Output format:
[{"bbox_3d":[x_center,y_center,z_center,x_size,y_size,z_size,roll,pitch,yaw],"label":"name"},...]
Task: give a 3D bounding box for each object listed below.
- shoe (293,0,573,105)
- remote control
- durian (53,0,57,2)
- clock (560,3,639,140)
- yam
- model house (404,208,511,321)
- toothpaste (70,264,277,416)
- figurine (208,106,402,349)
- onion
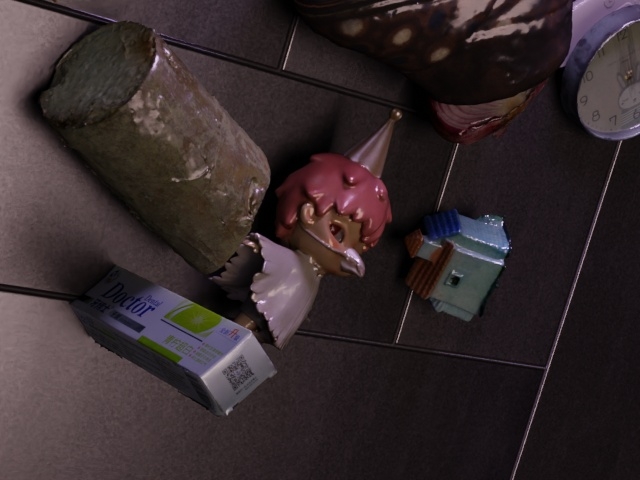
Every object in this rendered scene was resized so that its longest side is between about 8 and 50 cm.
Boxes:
[{"bbox_3d":[0.150,-0.285,1.934,0.384,0.171,0.237,-14,125,-16],"label":"shoe"},{"bbox_3d":[0.413,-0.335,2.227,0.245,0.022,0.077,-35,122,-23],"label":"remote control"},{"bbox_3d":[-0.317,-0.407,1.576,0.191,0.112,0.341,-16,119,-26],"label":"durian"},{"bbox_3d":[0.459,-0.247,2.237,0.215,0.042,0.214,-15,129,-19],"label":"clock"},{"bbox_3d":[-0.177,-0.105,1.771,0.168,0.168,0.304,-51,127,-12],"label":"yam"},{"bbox_3d":[0.174,0.021,2.128,0.149,0.119,0.148,20,117,-16],"label":"model house"},{"bbox_3d":[-0.178,0.110,1.725,0.081,0.336,0.067,-40,120,-19],"label":"toothpaste"},{"bbox_3d":[0.000,0.000,1.938,0.387,0.166,0.207,-50,145,-9],"label":"figurine"},{"bbox_3d":[0.226,-0.212,2.082,0.206,0.151,0.098,-32,157,-13],"label":"onion"}]
